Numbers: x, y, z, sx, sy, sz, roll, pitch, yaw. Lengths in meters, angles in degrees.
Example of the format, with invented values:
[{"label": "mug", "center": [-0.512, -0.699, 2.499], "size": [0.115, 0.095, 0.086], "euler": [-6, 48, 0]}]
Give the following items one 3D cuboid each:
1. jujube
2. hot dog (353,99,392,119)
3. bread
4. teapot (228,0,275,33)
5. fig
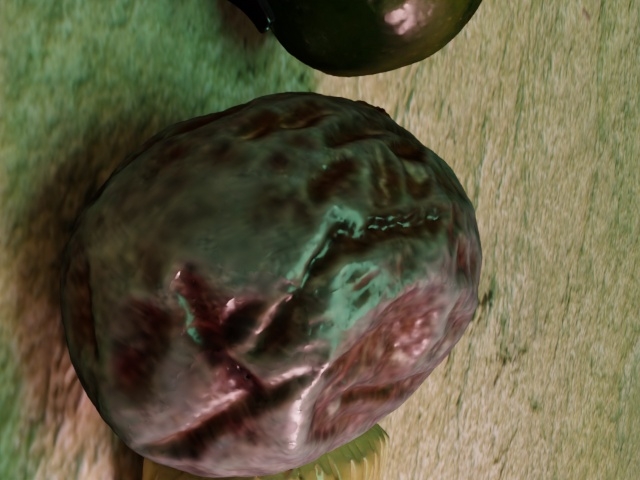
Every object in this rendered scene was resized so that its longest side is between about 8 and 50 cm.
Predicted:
[{"label": "jujube", "center": [-0.034, 0.023, 1.049], "size": [0.246, 0.215, 0.308], "euler": [-54, 160, 13]}, {"label": "hot dog", "center": [0.003, 0.000, 1.280], "size": [0.160, 0.099, 0.227], "euler": [-22, 117, -65]}, {"label": "bread", "center": [-0.040, 0.184, 1.170], "size": [0.236, 0.140, 0.106], "euler": [-8, 107, -65]}, {"label": "teapot", "center": [-0.055, -0.226, 1.078], "size": [0.087, 0.096, 0.177], "euler": [-37, 129, -61]}, {"label": "fig", "center": [0.026, -0.236, 1.161], "size": [0.245, 0.195, 0.195], "euler": [65, 38, -51]}]
